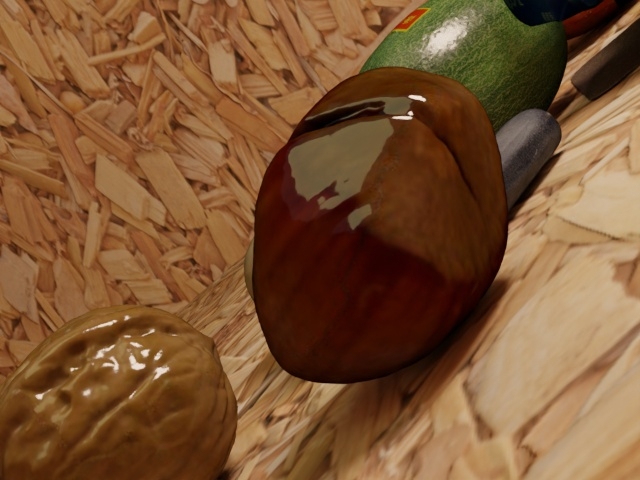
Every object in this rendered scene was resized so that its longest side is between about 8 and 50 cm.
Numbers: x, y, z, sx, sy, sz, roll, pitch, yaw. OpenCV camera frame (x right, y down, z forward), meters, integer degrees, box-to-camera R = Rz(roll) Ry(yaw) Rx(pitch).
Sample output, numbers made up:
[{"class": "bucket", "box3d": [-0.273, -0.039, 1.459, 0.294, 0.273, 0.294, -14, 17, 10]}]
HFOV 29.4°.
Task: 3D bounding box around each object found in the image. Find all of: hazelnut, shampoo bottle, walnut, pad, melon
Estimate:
[{"class": "hazelnut", "box3d": [0.032, -0.005, 0.831, 0.181, 0.181, 0.212, -11, 34, 34]}, {"class": "shampoo bottle", "box3d": [0.126, -0.029, 1.013, 0.234, 0.049, 0.087, -46, 5, -40]}, {"class": "walnut", "box3d": [-0.166, 0.151, 0.989, 0.213, 0.213, 0.213, -42, 5, 5]}, {"class": "pad", "box3d": [0.335, -0.213, 1.254, 0.176, 0.002, 0.266, -40, 5, 13]}, {"class": "melon", "box3d": [0.135, -0.154, 1.266, 0.287, 0.182, 0.182, -42, 5, -20]}]

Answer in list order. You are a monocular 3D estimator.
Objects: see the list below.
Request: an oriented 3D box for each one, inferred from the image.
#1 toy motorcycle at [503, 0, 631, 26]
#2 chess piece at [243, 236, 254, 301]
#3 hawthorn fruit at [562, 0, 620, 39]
[{"class": "toy motorcycle", "box3d": [0.281, -0.293, 1.200, 0.196, 0.125, 0.331, -28, 3, 28]}, {"class": "chess piece", "box3d": [0.000, 0.000, 1.203, 0.167, 0.167, 0.299, -44, 1, -20]}, {"class": "hawthorn fruit", "box3d": [0.305, -0.377, 1.614, 0.276, 0.276, 0.307, -41, -24, 13]}]
